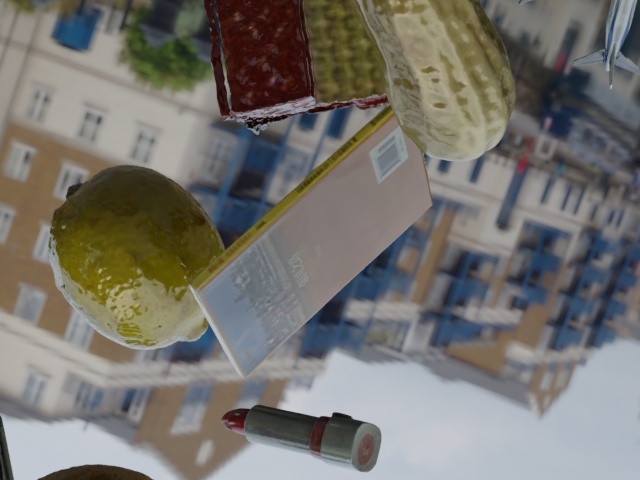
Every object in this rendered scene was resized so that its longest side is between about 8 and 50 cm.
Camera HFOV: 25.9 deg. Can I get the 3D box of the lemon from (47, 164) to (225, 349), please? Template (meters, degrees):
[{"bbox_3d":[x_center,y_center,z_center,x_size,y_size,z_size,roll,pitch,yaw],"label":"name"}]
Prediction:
[{"bbox_3d":[-0.273,0.027,2.089,0.261,0.284,0.260,-19,168,-4],"label":"lemon"}]

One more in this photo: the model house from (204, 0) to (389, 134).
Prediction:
[{"bbox_3d":[0.003,-0.246,1.673,0.254,0.196,0.160,-9,178,23],"label":"model house"}]

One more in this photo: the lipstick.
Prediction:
[{"bbox_3d":[-0.030,0.206,1.518,0.186,0.057,0.063,8,169,30],"label":"lipstick"}]

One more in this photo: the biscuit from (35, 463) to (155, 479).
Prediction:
[{"bbox_3d":[-0.368,0.468,2.242,0.296,0.296,0.102,17,-147,-23],"label":"biscuit"}]

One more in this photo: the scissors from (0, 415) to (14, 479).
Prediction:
[{"bbox_3d":[-0.362,0.330,1.604,0.041,0.289,0.138,-11,152,-14],"label":"scissors"}]

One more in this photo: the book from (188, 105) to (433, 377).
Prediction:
[{"bbox_3d":[0.000,0.000,1.844,0.028,0.374,0.262,41,165,28],"label":"book"}]

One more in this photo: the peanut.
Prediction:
[{"bbox_3d":[0.103,-0.223,1.437,0.305,0.147,0.147,62,166,-24],"label":"peanut"}]

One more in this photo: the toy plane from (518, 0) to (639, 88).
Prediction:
[{"bbox_3d":[0.335,-0.280,1.514,0.226,0.226,0.058,8,-157,1],"label":"toy plane"}]
